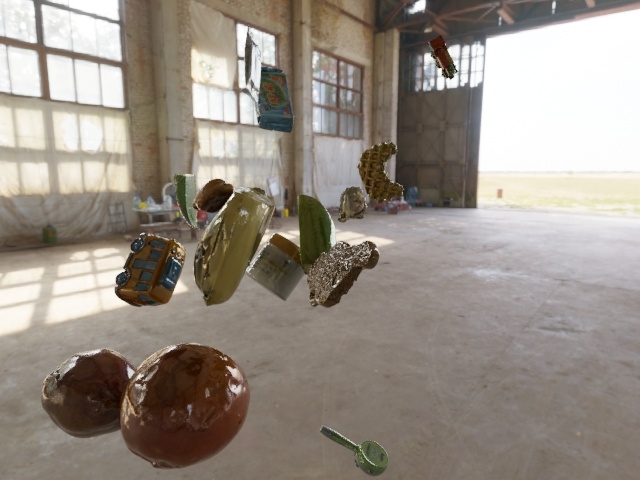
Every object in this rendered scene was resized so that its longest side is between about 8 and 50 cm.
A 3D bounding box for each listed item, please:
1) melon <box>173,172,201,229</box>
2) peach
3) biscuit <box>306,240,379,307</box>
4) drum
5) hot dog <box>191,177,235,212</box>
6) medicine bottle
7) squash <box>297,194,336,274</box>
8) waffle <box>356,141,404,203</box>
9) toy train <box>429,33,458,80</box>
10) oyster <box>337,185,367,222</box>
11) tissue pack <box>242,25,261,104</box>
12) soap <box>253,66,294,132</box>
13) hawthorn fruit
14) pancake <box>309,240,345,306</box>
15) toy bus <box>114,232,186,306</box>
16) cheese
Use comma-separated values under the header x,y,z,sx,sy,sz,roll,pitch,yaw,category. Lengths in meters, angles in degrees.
x,y,z,sx,sy,sz,roll,pitch,yaw,category
-0.457,-0.135,1.430,0.053,0.262,0.114,8,42,7,melon
-0.371,0.449,1.104,0.342,0.343,0.302,3,51,18,peach
0.056,0.084,1.129,0.047,0.183,0.320,20,-36,-25,biscuit
0.115,0.730,1.408,0.253,0.049,0.130,22,19,-7,drum
-0.293,-0.117,1.108,0.090,0.060,0.140,7,-41,-42,hot dog
-0.190,0.121,1.871,0.238,0.232,0.238,34,-13,9,medicine bottle
0.000,0.000,1.415,0.111,0.289,0.203,-12,-38,10,squash
0.201,-0.222,1.344,0.149,0.194,0.051,-22,-5,26,waffle
0.518,-0.763,1.720,0.074,0.176,0.118,-27,2,18,toy train
0.148,-0.165,1.963,0.191,0.163,0.081,-38,-12,20,oyster
-0.207,-0.531,1.255,0.026,0.193,0.122,2,-1,8,tissue pack
-0.204,-0.592,1.700,0.156,0.293,0.077,-4,-19,-24,soap
-0.760,0.527,1.394,0.308,0.308,0.324,-7,20,-38,hawthorn fruit
0.029,0.133,1.626,0.049,0.294,0.294,25,4,-12,pancake
-0.472,0.085,1.166,0.136,0.209,0.126,2,-29,21,toy bus
-0.218,0.020,1.020,0.128,0.316,0.259,29,7,2,cheese
